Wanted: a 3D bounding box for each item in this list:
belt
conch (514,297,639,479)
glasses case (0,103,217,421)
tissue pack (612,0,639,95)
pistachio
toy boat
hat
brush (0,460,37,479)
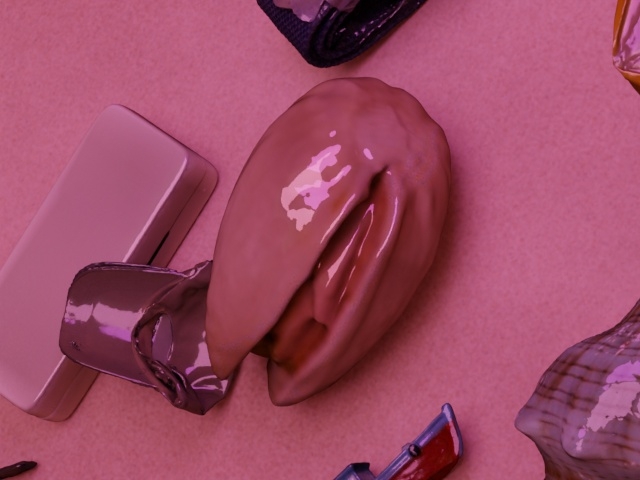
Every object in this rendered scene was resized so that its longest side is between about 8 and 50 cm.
[{"bbox_3d":[0.052,-0.271,1.885,0.230,0.139,0.126,-44,62,7],"label":"belt"},{"bbox_3d":[0.276,0.139,1.622,0.203,0.169,0.386,23,120,0],"label":"conch"},{"bbox_3d":[-0.238,0.023,1.987,0.131,0.070,0.313,33,93,28],"label":"glasses case"},{"bbox_3d":[0.401,-0.189,1.559,0.228,0.382,0.293,9,80,25],"label":"tissue pack"},{"bbox_3d":[0.000,0.000,1.822,0.193,0.214,0.318,29,99,-11],"label":"pistachio"},{"bbox_3d":[0.064,0.216,1.791,0.173,0.069,0.059,-43,71,15],"label":"toy boat"},{"bbox_3d":[-0.165,0.084,1.913,0.175,0.085,0.147,14,78,13],"label":"hat"},{"bbox_3d":[-0.374,0.264,2.013,0.190,0.034,0.027,-21,78,20],"label":"brush"}]
